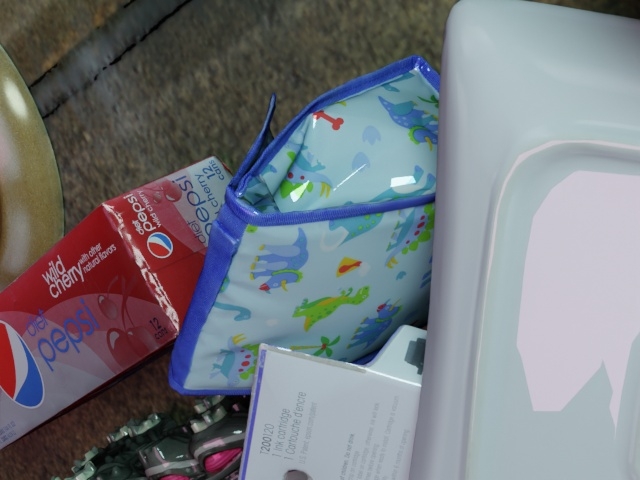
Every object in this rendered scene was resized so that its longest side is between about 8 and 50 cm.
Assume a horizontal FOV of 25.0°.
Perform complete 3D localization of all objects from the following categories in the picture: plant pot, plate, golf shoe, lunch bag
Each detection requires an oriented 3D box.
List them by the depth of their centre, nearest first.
[{"bbox_3d":[0.160,0.064,0.540,0.277,0.045,0.278,12,113,22],"label":"plate"},{"bbox_3d":[0.000,0.000,0.664,0.096,0.151,0.128,43,137,21],"label":"lunch bag"},{"bbox_3d":[-0.089,0.168,0.894,0.273,0.105,0.120,-24,101,50],"label":"golf shoe"},{"bbox_3d":[-0.264,-0.059,0.993,0.236,0.032,0.236,23,126,36],"label":"plant pot"}]

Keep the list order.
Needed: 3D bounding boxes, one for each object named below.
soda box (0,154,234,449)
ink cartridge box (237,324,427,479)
[{"bbox_3d":[-0.134,0.044,0.872,0.263,0.092,0.083,-33,86,50],"label":"soda box"},{"bbox_3d":[0.062,0.138,0.696,0.208,0.045,0.206,15,128,5],"label":"ink cartridge box"}]
